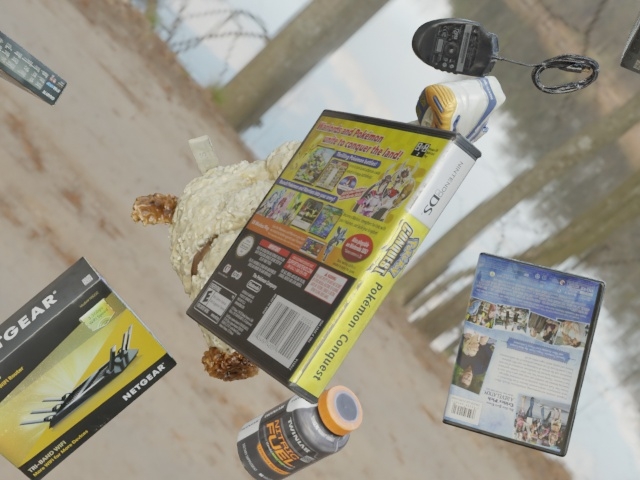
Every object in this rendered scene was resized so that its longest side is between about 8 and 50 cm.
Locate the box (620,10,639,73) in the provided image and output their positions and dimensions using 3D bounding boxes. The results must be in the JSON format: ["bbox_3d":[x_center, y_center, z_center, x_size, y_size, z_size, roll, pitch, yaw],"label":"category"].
[{"bbox_3d":[0.383,-0.168,1.029,0.232,0.059,0.183,22,-21,7],"label":"box"}]

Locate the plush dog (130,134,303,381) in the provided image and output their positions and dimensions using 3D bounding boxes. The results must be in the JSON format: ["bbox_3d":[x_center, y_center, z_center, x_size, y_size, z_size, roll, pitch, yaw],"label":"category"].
[{"bbox_3d":[-0.088,0.025,1.367,0.210,0.262,0.225,12,27,-24],"label":"plush dog"}]

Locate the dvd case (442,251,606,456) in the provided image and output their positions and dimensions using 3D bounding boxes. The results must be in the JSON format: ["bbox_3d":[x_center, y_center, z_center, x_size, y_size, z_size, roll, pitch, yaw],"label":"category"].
[{"bbox_3d":[0.283,0.158,1.753,0.180,0.253,0.022,14,6,18],"label":"dvd case"}]

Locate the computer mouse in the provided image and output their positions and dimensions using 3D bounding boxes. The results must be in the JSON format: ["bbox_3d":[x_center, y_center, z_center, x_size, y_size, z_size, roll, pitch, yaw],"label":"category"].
[{"bbox_3d":[0.234,-0.234,1.596,0.242,0.071,0.041,13,19,-3],"label":"computer mouse"}]

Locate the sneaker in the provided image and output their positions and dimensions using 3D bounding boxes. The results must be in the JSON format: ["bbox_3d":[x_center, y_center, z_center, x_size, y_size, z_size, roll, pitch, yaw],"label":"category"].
[{"bbox_3d":[0.207,-0.168,2.016,0.296,0.130,0.112,128,-57,-69],"label":"sneaker"}]

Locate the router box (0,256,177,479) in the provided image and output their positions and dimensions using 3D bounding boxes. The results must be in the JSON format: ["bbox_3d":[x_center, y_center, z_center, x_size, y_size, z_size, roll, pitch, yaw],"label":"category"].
[{"bbox_3d":[-0.420,0.212,2.020,0.081,0.309,0.243,43,-9,48],"label":"router box"}]

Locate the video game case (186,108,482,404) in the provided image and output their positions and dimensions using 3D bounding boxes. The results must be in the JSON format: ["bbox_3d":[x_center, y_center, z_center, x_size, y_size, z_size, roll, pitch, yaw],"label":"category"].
[{"bbox_3d":[0.000,0.000,1.126,0.035,0.248,0.275,36,-6,-25],"label":"video game case"}]

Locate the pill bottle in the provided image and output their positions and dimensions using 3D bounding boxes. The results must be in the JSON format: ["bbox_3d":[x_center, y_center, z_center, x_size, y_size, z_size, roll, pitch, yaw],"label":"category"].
[{"bbox_3d":[-0.034,0.352,2.326,0.130,0.245,0.130,27,46,-32],"label":"pill bottle"}]

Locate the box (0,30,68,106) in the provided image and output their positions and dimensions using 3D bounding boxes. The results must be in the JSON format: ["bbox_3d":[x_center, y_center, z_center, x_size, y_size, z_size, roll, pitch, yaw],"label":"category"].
[{"bbox_3d":[-0.537,-0.310,2.037,0.175,0.051,0.220,28,-5,25],"label":"box"}]
